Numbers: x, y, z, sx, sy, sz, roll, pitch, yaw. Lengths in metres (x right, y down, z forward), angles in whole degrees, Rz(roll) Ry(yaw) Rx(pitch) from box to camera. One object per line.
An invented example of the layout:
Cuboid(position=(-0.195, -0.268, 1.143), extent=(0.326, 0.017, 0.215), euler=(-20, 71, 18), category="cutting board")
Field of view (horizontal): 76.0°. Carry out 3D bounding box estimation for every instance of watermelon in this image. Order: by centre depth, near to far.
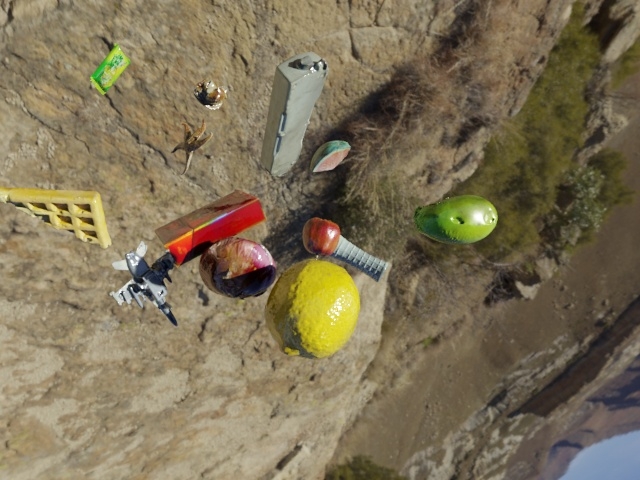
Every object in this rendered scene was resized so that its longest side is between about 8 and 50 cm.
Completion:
Cuboid(position=(0.024, -0.431, 2.072), extent=(0.231, 0.128, 0.146), euler=(-42, 174, 35), category="watermelon")

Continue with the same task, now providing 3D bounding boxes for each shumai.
Cuboid(position=(-0.467, -0.649, 1.799), extent=(0.145, 0.116, 0.146), euler=(5, 83, -49), category="shumai")

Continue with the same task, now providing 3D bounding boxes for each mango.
Cuboid(position=(0.271, -0.040, 0.827), extent=(0.178, 0.119, 0.100), euler=(-5, 94, -21), category="mango")

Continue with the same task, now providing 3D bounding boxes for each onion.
Cuboid(position=(-0.243, 0.104, 1.209), extent=(0.229, 0.163, 0.230), euler=(-6, 131, -7), category="onion")

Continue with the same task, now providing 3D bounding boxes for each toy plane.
Cuboid(position=(-0.444, 0.136, 1.104), extent=(0.192, 0.088, 0.262), euler=(-48, 119, -38), category="toy plane")

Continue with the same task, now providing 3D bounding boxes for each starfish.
Cuboid(position=(-0.520, -0.378, 1.639), extent=(0.057, 0.213, 0.238), euler=(23, 78, -55), category="starfish")

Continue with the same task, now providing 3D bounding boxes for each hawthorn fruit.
Cuboid(position=(0.000, 0.000, 1.865), extent=(0.179, 0.179, 0.201), euler=(14, 83, -48), category="hawthorn fruit")

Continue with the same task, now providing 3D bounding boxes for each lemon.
Cuboid(position=(-0.015, 0.179, 1.115), extent=(0.310, 0.253, 0.254), euler=(-53, 158, -40), category="lemon")

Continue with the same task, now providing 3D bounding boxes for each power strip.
Cuboid(position=(-0.057, -0.209, 0.736), extent=(0.080, 0.048, 0.286), euler=(-31, 164, -27), category="power strip")

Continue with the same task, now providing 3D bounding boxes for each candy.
Cuboid(position=(-0.796, -0.646, 1.555), extent=(0.178, 0.032, 0.102), euler=(-58, 171, -10), category="candy")

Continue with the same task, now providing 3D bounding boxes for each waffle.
Cuboid(position=(-0.488, -0.039, 0.730), extent=(0.190, 0.032, 0.125), euler=(1, 128, -9), category="waffle")

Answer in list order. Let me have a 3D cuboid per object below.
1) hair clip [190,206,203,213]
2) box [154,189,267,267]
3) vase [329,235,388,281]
Cuboid(position=(-0.545, -0.116, 2.010), extent=(0.256, 0.146, 0.075), euler=(-17, 150, 23), category="hair clip")
Cuboid(position=(-0.352, -0.050, 1.306), extent=(0.313, 0.197, 0.089), euler=(-31, 118, -20), category="box")
Cuboid(position=(0.183, 0.088, 2.040), extent=(0.143, 0.298, 0.143), euler=(-60, 174, -11), category="vase")
